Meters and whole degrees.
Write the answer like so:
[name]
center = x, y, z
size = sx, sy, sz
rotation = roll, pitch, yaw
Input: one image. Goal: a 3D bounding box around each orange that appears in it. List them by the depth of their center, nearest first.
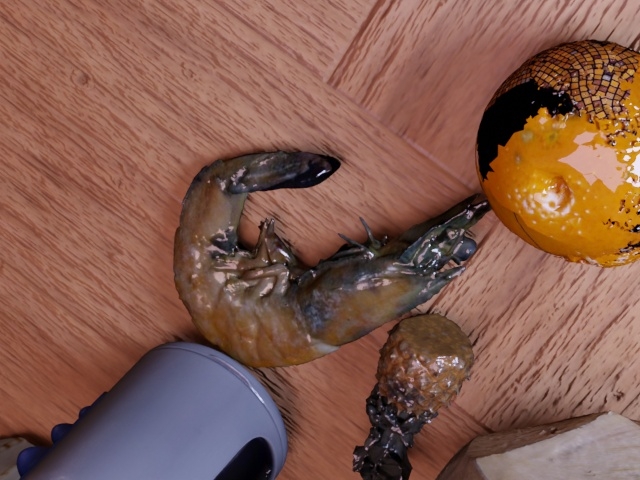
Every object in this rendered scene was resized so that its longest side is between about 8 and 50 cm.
[orange]
center = 0.269, -0.084, 1.213
size = 0.234, 0.182, 0.234
rotation = 16, 129, 20

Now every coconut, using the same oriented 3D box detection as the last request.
[coconut]
center = 0.286, 0.351, 1.290
size = 0.415, 0.344, 0.415
rotation = -1, 128, -2

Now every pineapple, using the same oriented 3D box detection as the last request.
[pineapple]
center = 0.100, 0.205, 1.434
size = 0.111, 0.119, 0.237
rotation = 32, 122, 22

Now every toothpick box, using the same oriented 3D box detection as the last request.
[toothpick box]
center = -0.232, 0.305, 1.452
size = 0.263, 0.355, 0.263
rotation = 18, 130, 23

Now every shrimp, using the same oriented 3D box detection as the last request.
[shrimp]
center = 0.000, 0.000, 1.416
size = 0.445, 0.085, 0.272
rotation = -20, 98, 32

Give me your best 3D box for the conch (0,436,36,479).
[conch]
center = -0.443, 0.455, 1.712
size = 0.303, 0.215, 0.319
rotation = 36, 120, 17
